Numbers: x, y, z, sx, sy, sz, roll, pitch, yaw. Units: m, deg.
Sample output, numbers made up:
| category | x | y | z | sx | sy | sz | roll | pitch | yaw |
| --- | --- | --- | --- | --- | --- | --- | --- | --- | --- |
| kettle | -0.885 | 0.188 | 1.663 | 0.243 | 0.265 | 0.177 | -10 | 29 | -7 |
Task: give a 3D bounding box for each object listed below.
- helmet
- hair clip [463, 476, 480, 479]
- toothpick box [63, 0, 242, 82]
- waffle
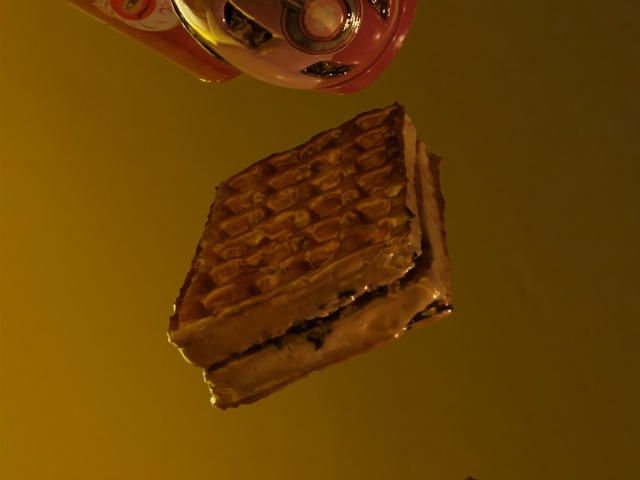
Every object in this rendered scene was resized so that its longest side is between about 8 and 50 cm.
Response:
| category | x | y | z | sx | sy | sz | roll | pitch | yaw |
| --- | --- | --- | --- | --- | --- | --- | --- | --- | --- |
| helmet | -0.031 | -0.246 | 1.341 | 0.253 | 0.198 | 0.154 | 30 | 12 | -4 |
| hair clip | 0.093 | 0.239 | 1.028 | 0.278 | 0.090 | 0.137 | -6 | -61 | 8 |
| toothpick box | -0.214 | -0.347 | 1.640 | 0.204 | 0.204 | 0.333 | -20 | -35 | 38 |
| waffle | 0.001 | 0.001 | 1.156 | 0.212 | 0.308 | 0.091 | -24 | -67 | 14 |
